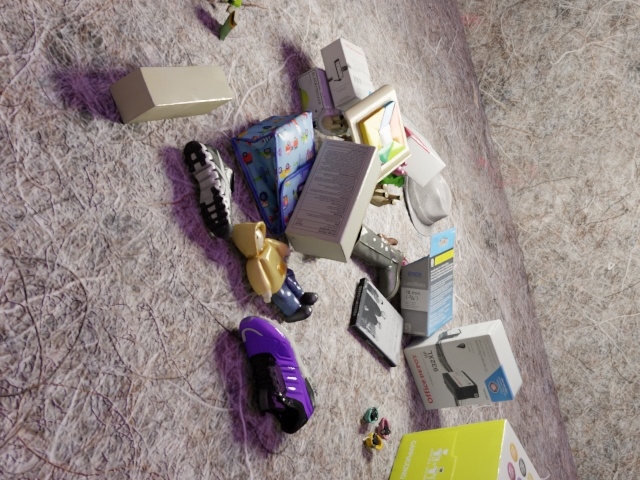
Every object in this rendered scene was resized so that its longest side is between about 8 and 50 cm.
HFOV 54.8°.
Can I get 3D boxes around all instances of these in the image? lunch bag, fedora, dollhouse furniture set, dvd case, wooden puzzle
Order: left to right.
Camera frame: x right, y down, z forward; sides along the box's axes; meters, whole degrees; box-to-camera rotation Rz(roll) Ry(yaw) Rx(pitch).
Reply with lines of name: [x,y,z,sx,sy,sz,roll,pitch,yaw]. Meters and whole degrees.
dollhouse furniture set: [-0.258,-0.619,1.651,0.058,0.076,0.152,24,52,-34]
lunch bag: [-0.096,-0.168,1.637,0.221,0.138,0.294,-48,130,-55]
dvd case: [0.178,0.253,1.895,0.239,0.029,0.179,48,41,-33]
wooden puzzle: [0.181,-0.314,1.832,0.221,0.044,0.239,-39,120,-32]
fedora: [0.433,-0.166,2.408,0.243,0.124,0.276,19,59,-51]

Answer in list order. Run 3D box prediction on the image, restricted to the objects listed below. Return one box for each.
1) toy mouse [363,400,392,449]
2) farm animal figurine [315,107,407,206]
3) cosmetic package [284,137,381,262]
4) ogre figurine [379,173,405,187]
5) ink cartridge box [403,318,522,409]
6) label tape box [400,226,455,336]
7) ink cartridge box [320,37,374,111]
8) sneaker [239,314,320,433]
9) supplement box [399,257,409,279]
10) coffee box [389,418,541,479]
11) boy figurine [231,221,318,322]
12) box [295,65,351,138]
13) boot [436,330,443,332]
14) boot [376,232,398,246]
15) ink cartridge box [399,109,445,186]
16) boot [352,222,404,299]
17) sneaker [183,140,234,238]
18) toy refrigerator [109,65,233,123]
toy mouse: [0.156,0.517,1.730,0.161,0.031,0.143,42,43,-39]
farm animal figurine: [0.108,-0.252,1.922,0.326,0.172,0.331,-15,106,-41]
cosmetic package: [0.040,-0.110,1.640,0.113,0.160,0.310,66,41,-58]
ogre figurine: [0.237,-0.252,2.186,0.197,0.096,0.118,39,31,-56]
ink cartridge box: [0.454,0.403,1.980,0.129,0.307,0.223,-27,98,-55]
label tape box: [0.364,0.128,2.077,0.240,0.105,0.334,-14,107,-58]
ink cartridge box: [0.091,-0.509,1.936,0.148,0.085,0.203,5,68,-56]
sneaker: [-0.103,0.309,1.378,0.294,0.102,0.146,60,35,-17]
supplement box: [0.272,0.090,2.099,0.083,0.054,0.043,46,41,-36]
coffee box: [0.401,0.747,1.695,0.335,0.338,0.338,59,34,-18]
boy figurine: [-0.114,0.061,1.501,0.285,0.092,0.177,59,37,-25]
box: [0.051,-0.436,2.002,0.289,0.087,0.169,4,71,-56]
boot: [0.435,0.395,2.119,0.197,0.072,0.153,70,22,-66]
boot: [0.227,0.042,2.072,0.106,0.037,0.114,18,55,-37]
ink cartridge box: [0.292,-0.350,2.180,0.207,0.117,0.283,32,24,-36]
boot: [0.167,0.067,1.937,0.208,0.076,0.190,33,60,-41]
sneaker: [-0.232,-0.120,1.423,0.106,0.078,0.235,-15,85,-55]
toy refrigerator: [-0.324,-0.331,1.371,0.269,0.102,0.094,-28,98,-57]
